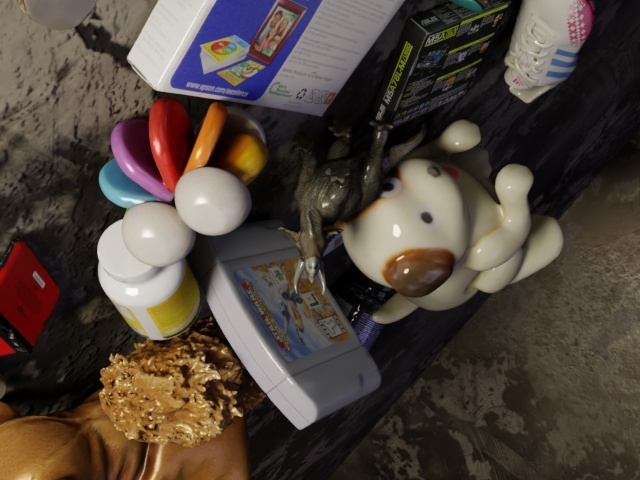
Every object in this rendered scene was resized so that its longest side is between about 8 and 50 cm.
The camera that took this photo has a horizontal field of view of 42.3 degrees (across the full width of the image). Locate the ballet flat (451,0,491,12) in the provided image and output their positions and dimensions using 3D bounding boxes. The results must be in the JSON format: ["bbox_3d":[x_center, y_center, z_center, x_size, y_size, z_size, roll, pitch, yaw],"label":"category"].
[{"bbox_3d":[0.164,-0.334,1.029,0.221,0.077,0.079,-11,122,-56],"label":"ballet flat"}]

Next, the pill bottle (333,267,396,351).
[{"bbox_3d":[0.070,0.160,1.701,0.219,0.123,0.123,-59,158,5],"label":"pill bottle"}]

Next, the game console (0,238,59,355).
[{"bbox_3d":[-0.361,0.069,0.890,0.144,0.085,0.124,89,19,-64],"label":"game console"}]

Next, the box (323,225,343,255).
[{"bbox_3d":[0.000,0.000,1.420,0.136,0.028,0.081,-36,158,-27],"label":"box"}]

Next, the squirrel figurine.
[{"bbox_3d":[-0.265,0.252,1.136,0.370,0.281,0.397,11,121,-52],"label":"squirrel figurine"}]

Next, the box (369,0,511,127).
[{"bbox_3d":[0.173,-0.263,1.209,0.190,0.045,0.184,-29,152,-34],"label":"box"}]

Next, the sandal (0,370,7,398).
[{"bbox_3d":[-0.427,0.188,0.918,0.090,0.060,0.219,-40,163,10],"label":"sandal"}]

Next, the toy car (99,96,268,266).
[{"bbox_3d":[-0.149,-0.075,0.845,0.182,0.159,0.136,-28,123,27],"label":"toy car"}]

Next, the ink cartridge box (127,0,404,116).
[{"bbox_3d":[-0.006,-0.271,0.828,0.307,0.072,0.303,-55,156,21],"label":"ink cartridge box"}]

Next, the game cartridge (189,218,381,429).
[{"bbox_3d":[-0.051,0.102,1.130,0.062,0.297,0.198,-41,165,27],"label":"game cartridge"}]

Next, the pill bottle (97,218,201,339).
[{"bbox_3d":[-0.208,0.046,1.002,0.103,0.103,0.184,-38,159,-15],"label":"pill bottle"}]

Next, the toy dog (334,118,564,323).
[{"bbox_3d":[0.175,-0.026,1.408,0.395,0.285,0.408,-38,160,17],"label":"toy dog"}]

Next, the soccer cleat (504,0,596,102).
[{"bbox_3d":[0.363,-0.320,1.351,0.143,0.116,0.331,-45,160,2],"label":"soccer cleat"}]

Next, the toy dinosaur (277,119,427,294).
[{"bbox_3d":[0.033,-0.085,1.178,0.313,0.121,0.160,-47,157,-36],"label":"toy dinosaur"}]

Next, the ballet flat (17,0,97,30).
[{"bbox_3d":[-0.149,-0.267,0.591,0.084,0.058,0.250,17,113,-43],"label":"ballet flat"}]
